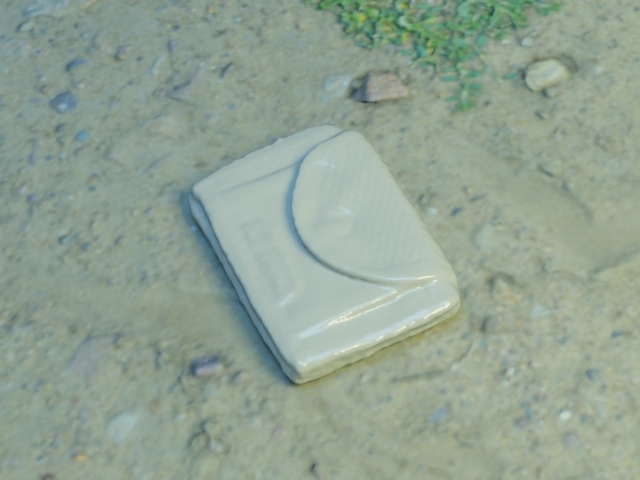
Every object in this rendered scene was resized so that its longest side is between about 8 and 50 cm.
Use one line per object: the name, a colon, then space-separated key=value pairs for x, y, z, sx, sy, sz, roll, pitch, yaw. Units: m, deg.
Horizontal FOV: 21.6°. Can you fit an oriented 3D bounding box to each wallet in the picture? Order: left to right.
wallet: x=0.000 y=0.000 z=1.033 sx=0.124 sy=0.032 sz=0.183 roll=-24 pitch=51 yaw=-8
